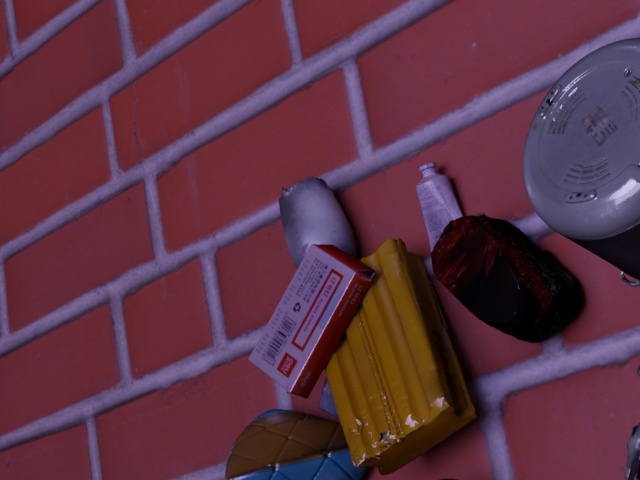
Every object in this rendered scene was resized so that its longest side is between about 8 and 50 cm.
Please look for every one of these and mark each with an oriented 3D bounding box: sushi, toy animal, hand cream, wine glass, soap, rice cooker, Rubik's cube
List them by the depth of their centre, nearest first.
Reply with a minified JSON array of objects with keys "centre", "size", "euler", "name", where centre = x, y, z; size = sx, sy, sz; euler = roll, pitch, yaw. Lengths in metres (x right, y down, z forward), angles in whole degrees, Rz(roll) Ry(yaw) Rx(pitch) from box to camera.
[{"centre":[0.430,-0.093,1.678],"size":[0.288,0.277,0.288],"euler":[-31,46,39],"name":"rice cooker"},{"centre":[0.434,0.246,1.727],"size":[0.073,0.217,0.176],"euler":[5,110,19],"name":"toy animal"},{"centre":[0.270,0.055,1.934],"size":[0.225,0.126,0.136],"euler":[48,119,45],"name":"sushi"},{"centre":[0.107,0.178,2.046],"size":[0.204,0.096,0.324],"euler":[-36,51,26],"name":"soap"},{"centre":[0.188,-0.054,2.088],"size":[0.084,0.053,0.142],"euler":[-22,85,43],"name":"hand cream"},{"centre":[-0.066,0.414,2.160],"size":[0.254,0.254,0.254],"euler":[-7,79,45],"name":"Rubik's cube"},{"centre":[0.000,0.000,2.218],"size":[0.111,0.111,0.204],"euler":[-38,62,36],"name":"wine glass"}]

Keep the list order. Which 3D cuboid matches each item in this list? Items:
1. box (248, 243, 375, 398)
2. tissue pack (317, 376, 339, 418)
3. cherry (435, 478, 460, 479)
[{"centre":[-0.015,0.121,2.081],"size":[0.123,0.050,0.229],"euler":[31,94,45],"name":"box"},{"centre":[0.072,0.247,2.158],"size":[0.156,0.051,0.112],"euler":[21,96,45],"name":"tissue pack"},{"centre":[0.199,0.443,1.916],"size":[0.195,0.195,0.195],"euler":[-7,79,45],"name":"cherry"}]
